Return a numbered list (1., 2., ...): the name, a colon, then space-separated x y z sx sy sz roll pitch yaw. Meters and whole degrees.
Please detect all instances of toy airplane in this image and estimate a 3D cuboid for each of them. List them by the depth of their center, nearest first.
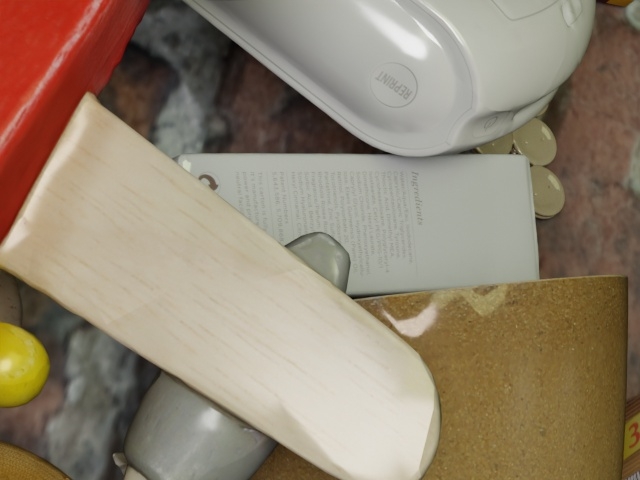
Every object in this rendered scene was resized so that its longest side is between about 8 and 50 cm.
1. toy airplane: -0.170 -0.029 0.763 0.384 0.272 0.386 -9 63 -13

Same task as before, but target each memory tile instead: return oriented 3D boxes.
1. memory tile: 0.095 -0.070 1.116 0.148 0.012 0.113 4 67 -29

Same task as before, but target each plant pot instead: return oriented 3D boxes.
1. plant pot: 0.061 0.156 0.885 0.237 0.237 0.254 -5 85 -32

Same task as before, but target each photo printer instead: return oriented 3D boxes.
1. photo printer: 0.019 -0.182 0.991 0.307 0.107 0.256 38 33 4

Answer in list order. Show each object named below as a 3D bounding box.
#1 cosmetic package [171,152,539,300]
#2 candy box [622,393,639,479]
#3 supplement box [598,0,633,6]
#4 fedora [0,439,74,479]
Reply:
1. cosmetic package: 0.000 0.000 0.959 0.231 0.117 0.085 0 81 -30
2. candy box: 0.211 0.242 0.943 0.087 0.183 0.316 16 62 -25
3. supplement box: 0.166 -0.291 1.182 0.194 0.129 0.191 8 65 -28
4. fedora: -0.174 0.191 0.801 0.194 0.079 0.194 12 57 -20
